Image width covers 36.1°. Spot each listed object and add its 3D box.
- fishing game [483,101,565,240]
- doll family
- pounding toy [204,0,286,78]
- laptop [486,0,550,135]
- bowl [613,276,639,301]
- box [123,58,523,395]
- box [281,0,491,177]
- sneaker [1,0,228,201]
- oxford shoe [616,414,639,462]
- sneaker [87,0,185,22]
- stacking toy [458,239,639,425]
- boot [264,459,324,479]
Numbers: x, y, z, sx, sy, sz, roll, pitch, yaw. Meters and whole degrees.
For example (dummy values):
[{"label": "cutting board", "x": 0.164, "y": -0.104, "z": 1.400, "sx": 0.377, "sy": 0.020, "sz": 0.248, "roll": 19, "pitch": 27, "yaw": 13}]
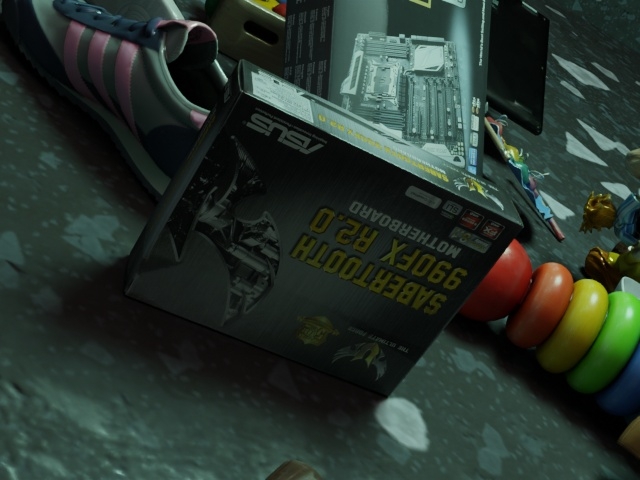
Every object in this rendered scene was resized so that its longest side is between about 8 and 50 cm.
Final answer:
[{"label": "fishing game", "x": 0.238, "y": -0.109, "z": 1.202, "sx": 0.264, "sy": 0.041, "sz": 0.189, "roll": 40, "pitch": 22, "yaw": -51}, {"label": "doll family", "x": 0.391, "y": 0.002, "z": 1.158, "sx": 0.163, "sy": 0.263, "sz": 0.118, "roll": 19, "pitch": 54, "yaw": 25}, {"label": "pounding toy", "x": -0.081, "y": -0.274, "z": 1.166, "sx": 0.141, "sy": 0.100, "sz": 0.130, "roll": 26, "pitch": 27, "yaw": -18}, {"label": "laptop", "x": 0.128, "y": -0.330, "z": 1.502, "sx": 0.382, "sy": 0.236, "sz": 0.408, "roll": 28, "pitch": 48, "yaw": -17}, {"label": "bowl", "x": 0.380, "y": 0.119, "z": 1.094, "sx": 0.142, "sy": 0.053, "sz": 0.142, "roll": 32, "pitch": 26, "yaw": -5}, {"label": "box", "x": 0.000, "y": 0.000, "z": 0.714, "sx": 0.231, "sy": 0.183, "sz": 0.056, "roll": 24, "pitch": 27, "yaw": -21}, {"label": "box", "x": 0.074, "y": -0.197, "z": 1.024, "sx": 0.242, "sy": 0.307, "sz": 0.076, "roll": 7, "pitch": -5, "yaw": -43}, {"label": "sneaker", "x": -0.152, "y": -0.159, "z": 0.859, "sx": 0.319, "sy": 0.131, "sz": 0.112, "roll": 44, "pitch": 28, "yaw": 18}, {"label": "oxford shoe", "x": 0.331, "y": 0.239, "z": 0.836, "sx": 0.212, "sy": 0.076, "sz": 0.076, "roll": 55, "pitch": -3, "yaw": 10}, {"label": "sneaker", "x": -0.188, "y": -0.265, "z": 1.052, "sx": 0.217, "sy": 0.079, "sz": 0.121, "roll": 41, "pitch": 29, "yaw": 17}, {"label": "stacking toy", "x": 0.263, "y": 0.093, "z": 0.930, "sx": 0.330, "sy": 0.141, "sz": 0.141, "roll": 30, "pitch": 27, "yaw": 1}, {"label": "boot", "x": -0.010, "y": 0.182, "z": 0.571, "sx": 0.106, "sy": 0.037, "sz": 0.114, "roll": 46, "pitch": 24, "yaw": 18}]
